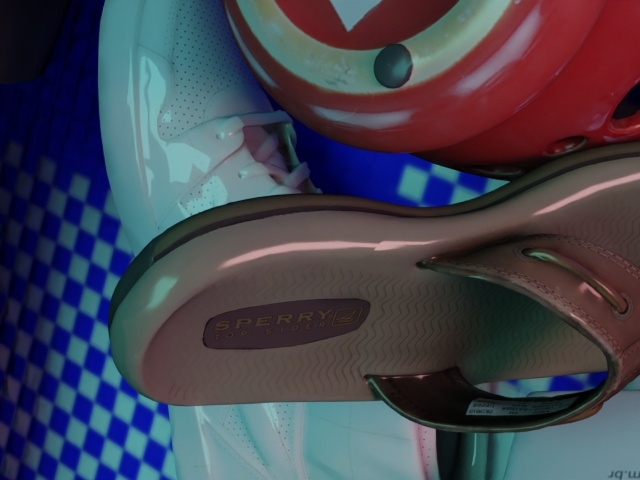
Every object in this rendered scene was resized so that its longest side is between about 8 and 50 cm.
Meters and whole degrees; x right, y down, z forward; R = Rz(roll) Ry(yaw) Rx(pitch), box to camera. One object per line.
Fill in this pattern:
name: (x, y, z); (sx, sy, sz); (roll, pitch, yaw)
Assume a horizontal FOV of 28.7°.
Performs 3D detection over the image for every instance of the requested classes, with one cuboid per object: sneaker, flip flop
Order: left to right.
sneaker: (0.000, 0.000, 0.591); (0.169, 0.108, 0.292); (-9, 96, 34)
flip flop: (0.064, 0.029, 0.455); (0.080, 0.277, 0.112); (-117, 31, -45)

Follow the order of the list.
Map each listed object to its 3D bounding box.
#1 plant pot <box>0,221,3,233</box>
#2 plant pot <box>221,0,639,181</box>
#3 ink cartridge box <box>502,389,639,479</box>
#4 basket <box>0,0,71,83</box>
plant pot: (-0.308, 0.026, 0.723); (0.293, 0.293, 0.196); (24, 78, 33)
plant pot: (0.065, -0.120, 0.495); (0.191, 0.174, 0.191); (-1, 89, 36)
ink cartridge box: (0.181, 0.189, 0.363); (0.324, 0.071, 0.330); (-6, 48, 34)
basket: (-0.192, -0.213, 0.690); (0.204, 0.154, 0.227); (19, 109, 10)
